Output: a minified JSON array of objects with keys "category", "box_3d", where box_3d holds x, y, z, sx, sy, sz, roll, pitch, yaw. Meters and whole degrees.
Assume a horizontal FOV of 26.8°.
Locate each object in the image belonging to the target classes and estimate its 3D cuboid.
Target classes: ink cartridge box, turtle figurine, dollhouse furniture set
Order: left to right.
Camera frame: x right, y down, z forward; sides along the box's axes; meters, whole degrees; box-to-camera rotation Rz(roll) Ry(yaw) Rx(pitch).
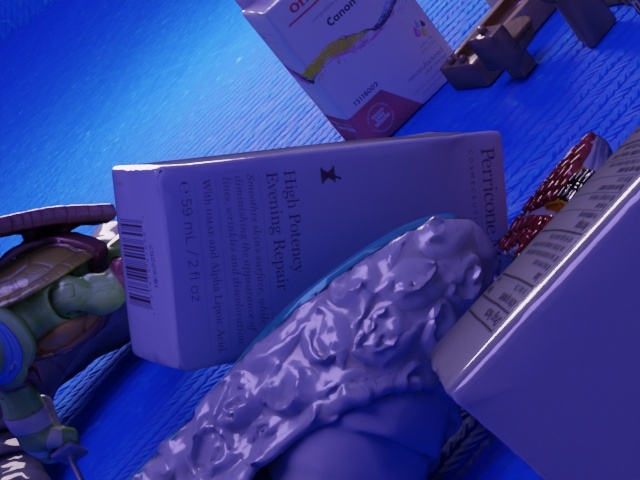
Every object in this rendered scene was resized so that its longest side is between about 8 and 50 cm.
[{"category":"turtle figurine","box_3d":[-0.129,0.073,0.954,0.266,0.274,0.198,-59,-12,-61]},{"category":"ink cartridge box","box_3d":[0.016,-0.190,1.163,0.115,0.198,0.067,-45,22,-8]},{"category":"dollhouse furniture set","box_3d":[0.159,-0.219,1.087,0.144,0.123,0.151,-49,24,-19]}]

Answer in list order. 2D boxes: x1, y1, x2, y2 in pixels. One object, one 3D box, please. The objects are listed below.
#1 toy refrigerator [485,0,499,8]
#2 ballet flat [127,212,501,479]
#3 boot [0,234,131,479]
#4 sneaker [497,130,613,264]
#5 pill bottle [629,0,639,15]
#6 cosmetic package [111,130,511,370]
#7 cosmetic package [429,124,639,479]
[{"category":"toy refrigerator","box_3d":[0.234,-0.291,1.130,0.269,0.102,0.094,-11,36,51]},{"category":"ballet flat","box_3d":[-0.036,0.163,0.736,0.409,0.147,0.147,-41,22,7]},{"category":"boot","box_3d":[-0.235,0.137,1.101,0.338,0.118,0.223,-27,42,1]},{"category":"sneaker","box_3d":[0.157,0.007,0.745,0.088,0.093,0.225,-52,3,18]},{"category":"pill bottle","box_3d":[0.228,-0.159,0.741,0.123,0.219,0.123,-34,23,16]},{"category":"cosmetic package","box_3d":[0.000,0.000,0.802,0.231,0.117,0.085,-9,8,-27]},{"category":"cosmetic package","box_3d":[0.191,-0.012,0.555,0.296,0.129,0.153,-47,0,4]}]
